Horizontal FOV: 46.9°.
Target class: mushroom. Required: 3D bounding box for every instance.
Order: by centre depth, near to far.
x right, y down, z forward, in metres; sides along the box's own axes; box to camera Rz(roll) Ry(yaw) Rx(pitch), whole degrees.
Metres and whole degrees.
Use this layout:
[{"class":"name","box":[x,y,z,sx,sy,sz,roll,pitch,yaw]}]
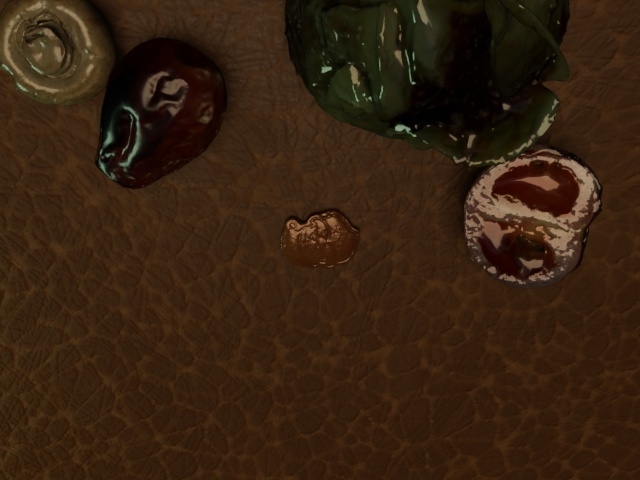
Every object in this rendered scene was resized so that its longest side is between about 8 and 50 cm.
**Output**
[{"class":"mushroom","box":[-0.372,-0.268,1.031,0.166,0.127,0.166,2,113,5]}]

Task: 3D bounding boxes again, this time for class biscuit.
[{"class":"biscuit","box":[0.000,0.000,1.210,0.131,0.019,0.102,-5,114,0]}]

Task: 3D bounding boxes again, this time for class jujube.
[{"class":"jujube","box":[-0.238,-0.174,1.060,0.168,0.168,0.236,35,114,-15]}]

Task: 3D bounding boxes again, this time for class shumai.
[{"class":"shumai","box":[0.138,-0.277,0.927,0.395,0.348,0.394,1,111,3]}]

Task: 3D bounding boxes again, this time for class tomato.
[{"class":"tomato","box":[0.318,-0.049,1.149,0.199,0.112,0.227,16,112,0]}]
